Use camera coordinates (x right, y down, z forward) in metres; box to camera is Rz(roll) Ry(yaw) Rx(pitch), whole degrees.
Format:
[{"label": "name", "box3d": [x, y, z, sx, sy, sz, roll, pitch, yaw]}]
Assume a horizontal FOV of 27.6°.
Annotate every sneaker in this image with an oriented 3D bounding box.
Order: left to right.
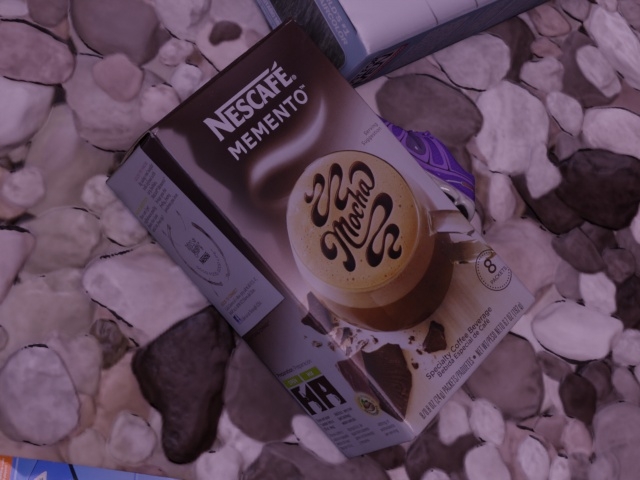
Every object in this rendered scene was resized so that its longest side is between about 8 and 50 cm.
[{"label": "sneaker", "box3d": [0.064, -0.073, 1.121, 0.170, 0.068, 0.071, 36, 45, -21]}]

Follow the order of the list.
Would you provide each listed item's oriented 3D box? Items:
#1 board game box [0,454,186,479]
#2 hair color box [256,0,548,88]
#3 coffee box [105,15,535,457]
[{"label": "board game box", "box3d": [-0.176, 0.295, 0.886, 0.145, 0.027, 0.281, 13, 68, -23]}, {"label": "hair color box", "box3d": [0.113, -0.283, 1.177, 0.374, 0.113, 0.185, -27, 86, -31]}, {"label": "coffee box", "box3d": [0.000, 0.000, 1.020, 0.297, 0.119, 0.168, 48, 60, -5]}]
